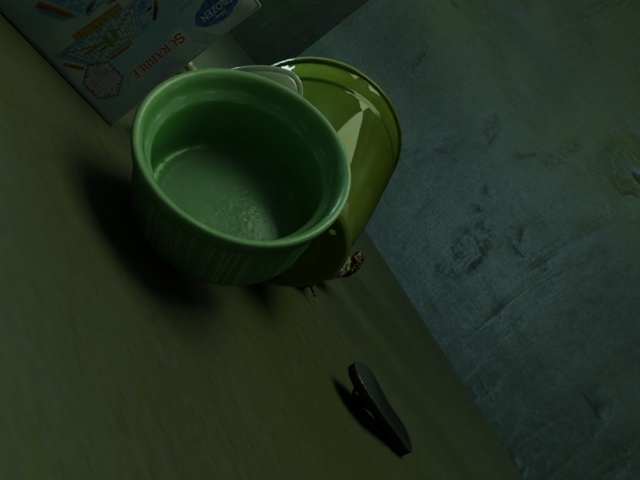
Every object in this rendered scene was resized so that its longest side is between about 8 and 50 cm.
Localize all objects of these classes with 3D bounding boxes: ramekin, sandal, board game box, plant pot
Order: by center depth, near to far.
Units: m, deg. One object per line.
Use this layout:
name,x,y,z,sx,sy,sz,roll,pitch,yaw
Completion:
ramekin,-0.123,-0.083,0.933,0.304,0.148,0.303,12,54,-17
board game box,-0.314,-0.396,1.007,0.318,0.319,0.066,50,10,-29
plant pot,-0.037,-0.110,1.264,0.366,0.367,0.352,50,31,-26
sandal,0.111,0.347,1.303,0.254,0.055,0.097,60,13,-28

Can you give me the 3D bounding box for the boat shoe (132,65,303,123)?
boat shoe,-0.178,-0.233,1.165,0.091,0.305,0.109,-81,154,-81

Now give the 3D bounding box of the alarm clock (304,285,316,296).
alarm clock,-0.037,0.026,1.517,0.129,0.064,0.192,43,30,-39

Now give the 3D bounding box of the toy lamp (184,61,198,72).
toy lamp,-0.328,-0.435,1.815,0.274,0.080,0.080,56,9,4

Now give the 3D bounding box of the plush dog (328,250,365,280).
plush dog,0.000,0.000,1.709,0.263,0.211,0.225,8,55,-37
